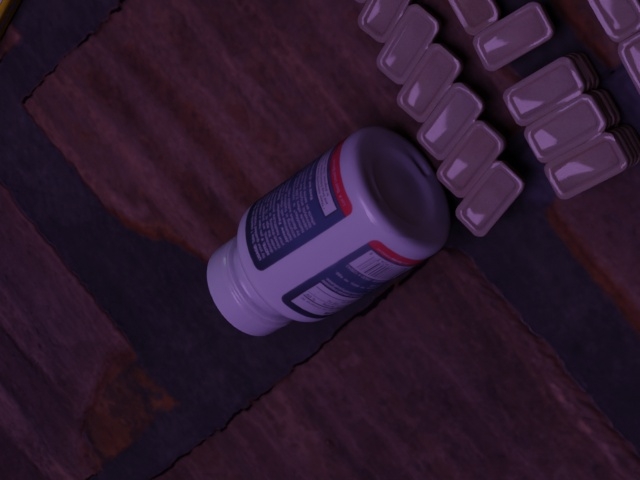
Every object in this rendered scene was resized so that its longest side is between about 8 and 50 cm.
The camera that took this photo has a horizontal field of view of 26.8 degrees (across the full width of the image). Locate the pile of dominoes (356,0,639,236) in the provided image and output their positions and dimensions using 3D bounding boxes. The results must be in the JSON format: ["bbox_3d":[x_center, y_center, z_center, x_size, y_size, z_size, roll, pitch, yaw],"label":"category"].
[{"bbox_3d":[0.132,-0.148,0.946,0.196,0.040,0.251,-30,87,36],"label":"pile of dominoes"}]

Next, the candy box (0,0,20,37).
[{"bbox_3d":[-0.324,-0.199,1.169,0.105,0.027,0.206,43,125,4],"label":"candy box"}]

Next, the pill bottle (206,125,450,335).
[{"bbox_3d":[0.000,0.000,1.026,0.180,0.108,0.108,-32,93,35],"label":"pill bottle"}]
